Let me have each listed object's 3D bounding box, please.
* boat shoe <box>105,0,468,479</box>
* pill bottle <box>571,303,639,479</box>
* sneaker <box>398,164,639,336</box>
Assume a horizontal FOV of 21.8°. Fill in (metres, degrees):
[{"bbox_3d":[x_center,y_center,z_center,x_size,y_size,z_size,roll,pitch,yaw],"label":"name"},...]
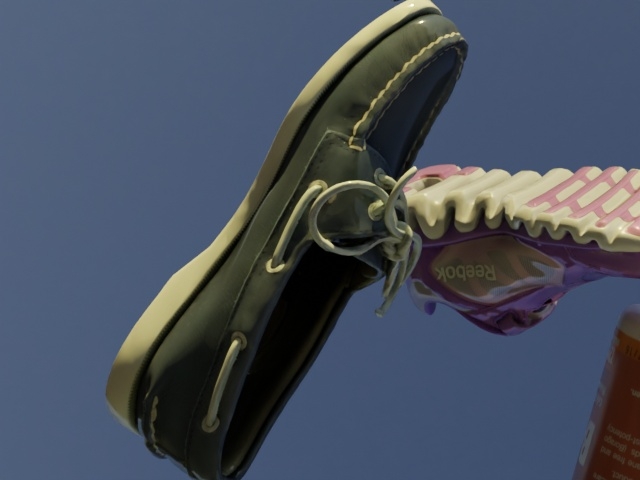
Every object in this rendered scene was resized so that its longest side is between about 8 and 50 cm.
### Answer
[{"bbox_3d":[0.000,0.000,0.786,0.079,0.095,0.254,32,-102,29],"label":"boat shoe"},{"bbox_3d":[0.212,0.156,1.010,0.121,0.121,0.216,22,-80,41],"label":"pill bottle"},{"bbox_3d":[0.135,0.011,1.060,0.236,0.095,0.104,4,-69,46],"label":"sneaker"}]
